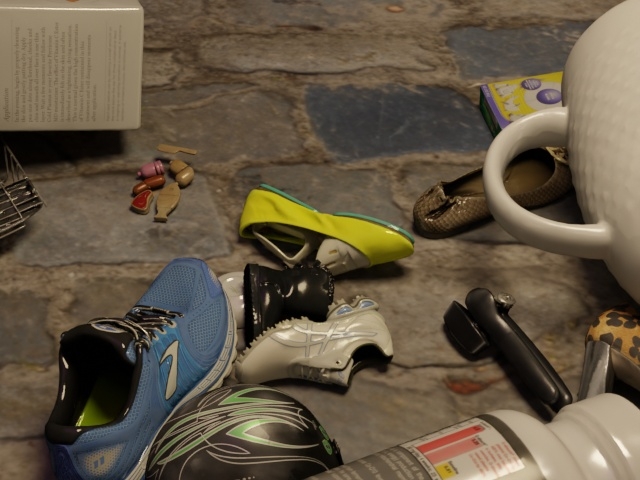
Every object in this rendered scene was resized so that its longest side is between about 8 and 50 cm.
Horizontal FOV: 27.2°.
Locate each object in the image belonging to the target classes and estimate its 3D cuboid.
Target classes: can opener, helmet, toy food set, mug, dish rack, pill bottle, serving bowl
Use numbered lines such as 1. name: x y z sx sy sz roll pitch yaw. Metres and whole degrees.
1. can opener: 0.209 0.116 1.422 0.059 0.073 0.186 12 27 -46
2. helmet: -0.076 0.215 1.240 0.169 0.161 0.169 -27 44 29
3. toy food set: -0.205 -0.071 1.695 0.078 0.019 0.122 11 52 18
4. mug: 0.365 -0.073 1.448 0.374 0.276 0.328 -2 45 6
5. dish rack: -0.471 -0.062 1.674 0.208 0.074 0.271 -25 47 -19
6. pill bottle: 0.118 0.267 1.132 0.363 0.210 0.210 -18 43 -14
7. serving bowl: -0.096 0.063 1.523 0.083 0.027 0.083 -2 41 2

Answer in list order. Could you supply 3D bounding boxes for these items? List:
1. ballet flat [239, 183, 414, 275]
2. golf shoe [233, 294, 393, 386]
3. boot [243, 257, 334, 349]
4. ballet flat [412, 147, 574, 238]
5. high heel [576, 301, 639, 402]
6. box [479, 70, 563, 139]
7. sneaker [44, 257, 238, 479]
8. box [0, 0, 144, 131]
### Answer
1. ballet flat: 0.000 0.000 1.562 0.231 0.077 0.077 19 68 29
2. golf shoe: -0.004 0.124 1.420 0.176 0.069 0.086 -22 56 -11
3. boot: -0.035 0.077 1.486 0.099 0.045 0.121 5 62 -16
4. ballet flat: 0.223 -0.073 1.621 0.250 0.058 0.084 -21 44 -17
5. high heel: 0.392 0.135 1.339 0.261 0.093 0.186 4 46 21
6. box: 0.309 -0.175 1.742 0.179 0.043 0.105 -9 42 -7
7. sneaker: -0.184 0.123 1.364 0.130 0.147 0.330 0 40 20
8. box: -0.418 -0.253 1.722 0.345 0.168 0.215 -2 25 -16
